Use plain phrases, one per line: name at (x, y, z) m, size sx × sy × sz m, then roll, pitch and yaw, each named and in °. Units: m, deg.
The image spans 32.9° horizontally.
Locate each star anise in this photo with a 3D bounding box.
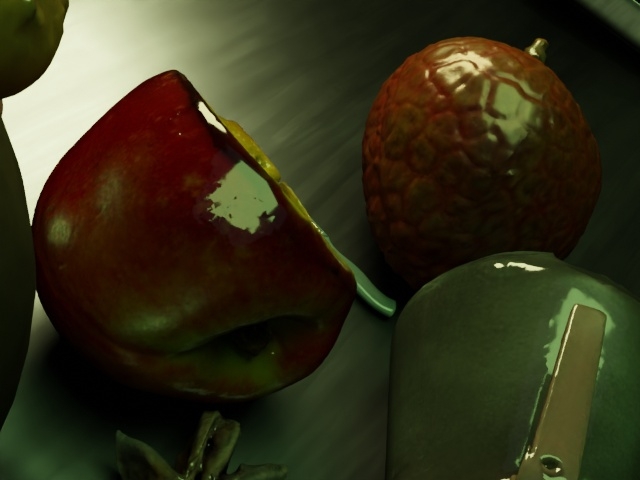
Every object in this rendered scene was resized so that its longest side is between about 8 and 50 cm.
star anise at (-0.090, 0.215, 0.792) m, size 0.229 × 0.093 × 0.236 m, roll 13°, pitch 42°, yaw -12°

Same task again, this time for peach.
peach at (-0.110, -0.009, 0.870) m, size 0.245 × 0.248 × 0.274 m, roll -14°, pitch 48°, yaw -12°

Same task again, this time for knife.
knife at (0.000, 0.001, 1.086) m, size 0.210 × 0.015 × 0.028 m, roll 45°, pitch 51°, yaw 14°

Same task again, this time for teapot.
teapot at (0.149, 0.181, 0.813) m, size 0.253 × 0.300 × 0.344 m, roll 17°, pitch 47°, yaw 7°

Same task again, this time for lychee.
lychee at (0.163, -0.084, 1.099) m, size 0.255 × 0.255 × 0.300 m, roll 36°, pitch 53°, yaw 4°

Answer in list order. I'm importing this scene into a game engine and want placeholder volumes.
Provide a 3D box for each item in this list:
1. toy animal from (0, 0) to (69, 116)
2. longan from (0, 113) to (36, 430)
toy animal at (-0.309, -0.147, 0.868) m, size 0.169 × 0.281 × 0.195 m, roll 5°, pitch 46°, yaw -54°
longan at (-0.328, 0.024, 0.596) m, size 0.336 × 0.404 × 0.404 m, roll 15°, pitch 39°, yaw 21°
